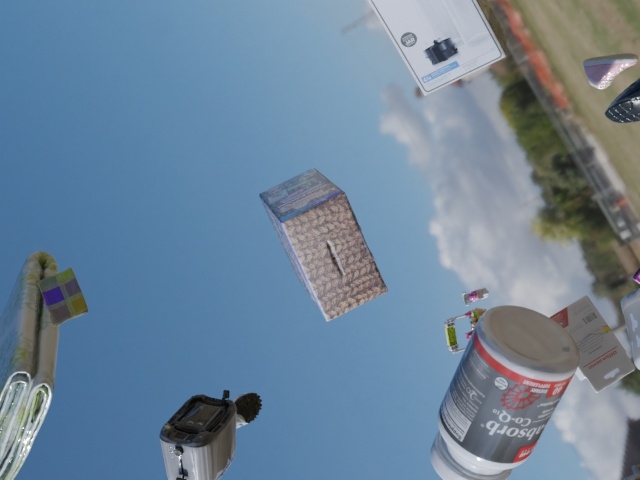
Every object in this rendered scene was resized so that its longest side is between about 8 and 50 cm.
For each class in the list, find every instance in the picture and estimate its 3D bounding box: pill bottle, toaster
[{"bbox_3d":[0.360,0.329,1.921,0.210,0.363,0.210,12,-148,-8],"label":"pill bottle"},{"bbox_3d":[-0.262,0.444,2.100,0.227,0.129,0.146,-48,-39,-61],"label":"toaster"}]

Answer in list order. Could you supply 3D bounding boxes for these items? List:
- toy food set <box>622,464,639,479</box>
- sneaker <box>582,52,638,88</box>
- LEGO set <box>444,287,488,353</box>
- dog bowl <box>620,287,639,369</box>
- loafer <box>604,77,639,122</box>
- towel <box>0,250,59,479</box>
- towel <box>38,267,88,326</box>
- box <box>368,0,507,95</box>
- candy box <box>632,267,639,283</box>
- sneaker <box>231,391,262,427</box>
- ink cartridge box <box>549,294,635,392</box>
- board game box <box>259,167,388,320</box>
[{"bbox_3d":[0.613,0.396,1.696,0.232,0.111,0.105,7,-125,-43],"label":"toy food set"},{"bbox_3d":[0.647,-0.373,2.098,0.051,0.134,0.070,-28,-70,-35],"label":"sneaker"},{"bbox_3d":[0.383,0.264,2.277,0.287,0.107,0.132,71,156,15],"label":"LEGO set"},{"bbox_3d":[0.627,0.146,1.405,0.349,0.348,0.102,34,-121,-58],"label":"dog bowl"},{"bbox_3d":[0.578,-0.262,1.687,0.062,0.170,0.061,31,-119,-19],"label":"loafer"},{"bbox_3d":[-0.547,0.246,1.699,0.090,0.320,0.374,19,-154,-24],"label":"towel"},{"bbox_3d":[-0.401,0.088,1.477,0.009,0.060,0.083,86,161,-69],"label":"towel"},{"bbox_3d":[0.183,-0.416,1.632,0.290,0.169,0.087,56,-152,-23],"label":"box"},{"bbox_3d":[0.860,0.043,2.195,0.159,0.233,0.071,39,-172,19],"label":"candy box"},{"bbox_3d":[-0.249,0.463,2.453,0.237,0.086,0.085,-31,-71,-39],"label":"sneaker"},{"bbox_3d":[0.613,0.241,2.169,0.198,0.115,0.067,59,176,15],"label":"ink cartridge box"},{"bbox_3d":[0.000,0.000,2.000,0.232,0.141,0.291,66,174,-17],"label":"board game box"}]
